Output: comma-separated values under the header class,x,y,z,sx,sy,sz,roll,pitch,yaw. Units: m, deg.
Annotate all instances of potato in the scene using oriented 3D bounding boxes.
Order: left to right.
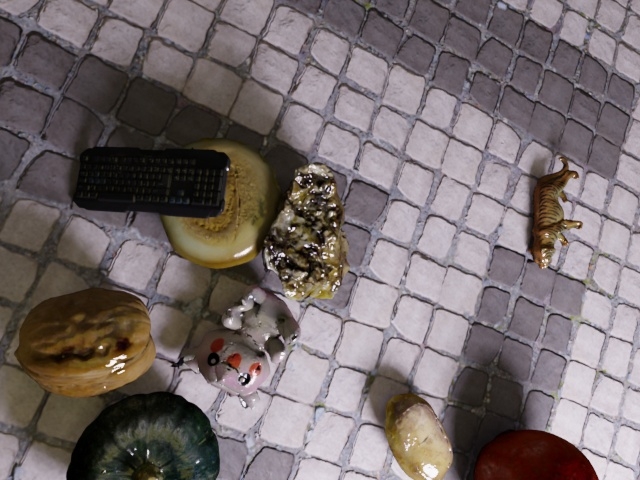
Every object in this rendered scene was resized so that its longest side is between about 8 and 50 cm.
class,x,y,z,sx,sy,sz,roll,pitch,yaw
potato,0.172,0.354,0.904,0.107,0.080,0.170,-32,91,-17

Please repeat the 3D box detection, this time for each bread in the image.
class,x,y,z,sx,sy,sz,roll,pitch,yaw
bread,-0.160,-0.061,0.819,0.214,0.105,0.213,1,80,-6

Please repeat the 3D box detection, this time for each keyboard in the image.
class,x,y,z,sx,sy,sz,roll,pitch,yaw
keyboard,-0.260,-0.092,0.765,0.263,0.016,0.106,5,82,16

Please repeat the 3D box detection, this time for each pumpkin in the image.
class,x,y,z,sx,sy,sz,roll,pitch,yaw
pumpkin,-0.252,0.328,0.733,0.212,0.152,0.211,2,73,-8

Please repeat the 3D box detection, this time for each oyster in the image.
class,x,y,z,sx,sy,sz,roll,pitch,yaw
oyster,0.000,0.000,0.835,0.223,0.083,0.214,23,81,-55

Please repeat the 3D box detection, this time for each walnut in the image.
class,x,y,z,sx,sy,sz,roll,pitch,yaw
walnut,-0.337,0.147,0.728,0.184,0.155,0.155,-6,87,-23

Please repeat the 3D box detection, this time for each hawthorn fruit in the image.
class,x,y,z,sx,sy,sz,roll,pitch,yaw
hawthorn fruit,0.395,0.451,0.893,0.215,0.250,0.215,14,69,-39

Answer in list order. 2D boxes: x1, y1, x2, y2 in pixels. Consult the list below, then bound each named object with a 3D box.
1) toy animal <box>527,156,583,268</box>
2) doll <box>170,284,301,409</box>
class,x,y,z,sx,sy,sz,roll,pitch,yaw
toy animal,0.487,-0.059,1.051,0.099,0.057,0.240,5,85,-17
doll,-0.125,0.168,0.819,0.149,0.095,0.192,39,77,-5
